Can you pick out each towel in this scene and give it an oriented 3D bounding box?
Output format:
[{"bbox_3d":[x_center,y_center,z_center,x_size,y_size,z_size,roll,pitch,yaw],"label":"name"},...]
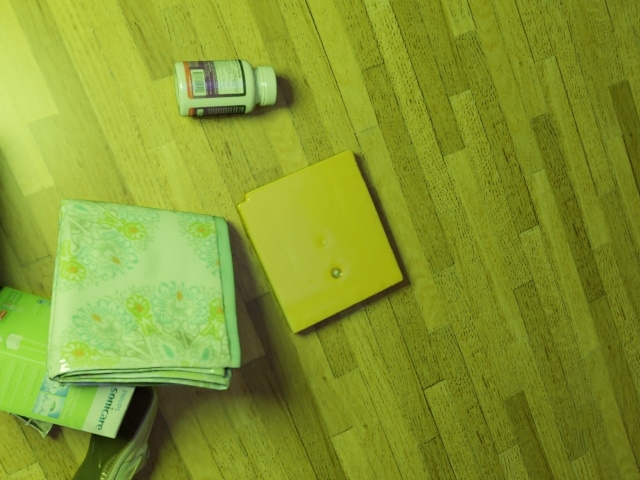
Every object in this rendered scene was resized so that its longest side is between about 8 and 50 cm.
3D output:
[{"bbox_3d":[-0.316,0.091,1.102,0.321,0.090,0.374,9,52,-28],"label":"towel"}]

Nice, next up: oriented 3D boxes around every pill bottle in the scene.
[{"bbox_3d":[-0.191,-0.309,1.214,0.194,0.108,0.108,-7,96,-16],"label":"pill bottle"}]

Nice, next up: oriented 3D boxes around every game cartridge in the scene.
[{"bbox_3d":[0.000,0.000,1.325,0.285,0.053,0.323,-24,98,-13],"label":"game cartridge"}]

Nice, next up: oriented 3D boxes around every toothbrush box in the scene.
[{"bbox_3d":[-0.482,0.218,1.102,0.283,0.206,0.122,19,107,-17],"label":"toothbrush box"}]

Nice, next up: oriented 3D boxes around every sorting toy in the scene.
[{"bbox_3d":[-0.554,0.331,1.188,0.083,0.045,0.075,41,75,-14],"label":"sorting toy"}]

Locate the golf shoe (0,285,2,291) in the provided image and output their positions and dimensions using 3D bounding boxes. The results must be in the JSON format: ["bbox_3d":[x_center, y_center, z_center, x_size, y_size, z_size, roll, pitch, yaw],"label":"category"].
[{"bbox_3d":[-0.692,0.074,1.102,0.198,0.094,0.077,24,86,-18],"label":"golf shoe"}]

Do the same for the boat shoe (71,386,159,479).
[{"bbox_3d":[-0.402,0.427,1.215,0.098,0.109,0.302,32,82,-55],"label":"boat shoe"}]
